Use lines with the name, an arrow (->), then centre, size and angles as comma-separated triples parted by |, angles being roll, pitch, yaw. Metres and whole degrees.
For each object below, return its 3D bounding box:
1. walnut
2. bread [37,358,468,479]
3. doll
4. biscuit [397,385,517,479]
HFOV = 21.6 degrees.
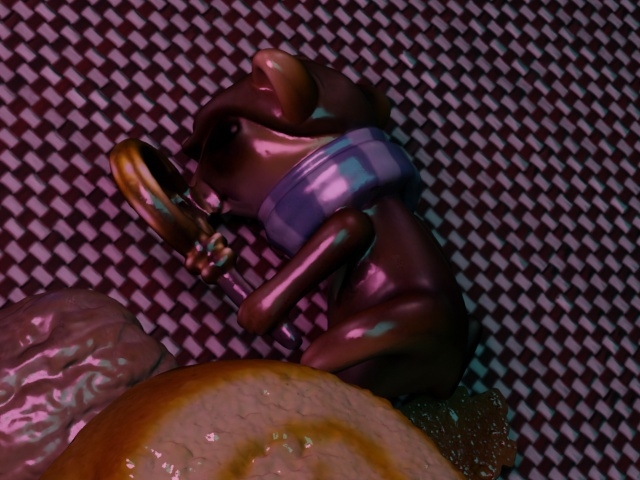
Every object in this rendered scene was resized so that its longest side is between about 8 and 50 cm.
walnut -> -0.228, 0.137, 1.346 | 0.230, 0.178, 0.178 | -36, 86, -27
bread -> -0.107, 0.256, 1.212 | 0.264, 0.239, 0.395 | 39, 41, 24
doll -> -0.003, 0.003, 1.495 | 0.318, 0.209, 0.339 | -10, 71, -56
biscuit -> 0.123, 0.182, 1.561 | 0.130, 0.019, 0.119 | 22, 61, -14
